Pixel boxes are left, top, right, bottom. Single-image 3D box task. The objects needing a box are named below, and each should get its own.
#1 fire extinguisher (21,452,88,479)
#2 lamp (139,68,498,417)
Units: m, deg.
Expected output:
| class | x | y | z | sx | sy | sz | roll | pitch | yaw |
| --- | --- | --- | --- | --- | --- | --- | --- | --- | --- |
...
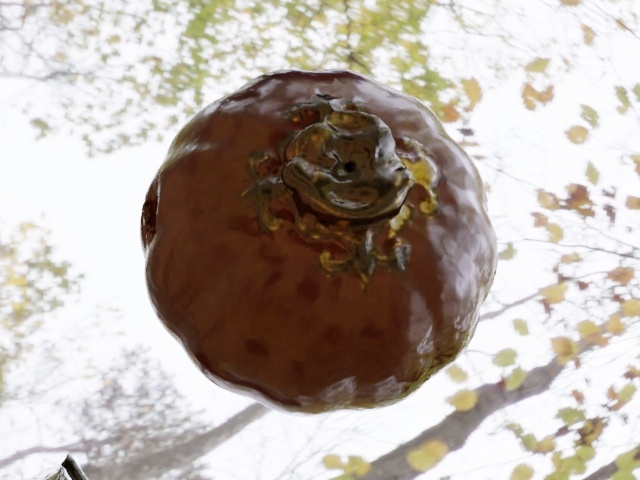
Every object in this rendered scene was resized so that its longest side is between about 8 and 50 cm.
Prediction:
| class | x | y | z | sx | sy | sz | roll | pitch | yaw |
| --- | --- | --- | --- | --- | --- | --- | --- | --- | --- |
| fire extinguisher | -0.060 | 0.146 | 0.418 | 0.043 | 0.064 | 0.158 | -13 | -69 | 44 |
| lamp | 0.000 | 0.000 | 0.364 | 0.101 | 0.090 | 0.101 | 3 | -115 | -6 |
